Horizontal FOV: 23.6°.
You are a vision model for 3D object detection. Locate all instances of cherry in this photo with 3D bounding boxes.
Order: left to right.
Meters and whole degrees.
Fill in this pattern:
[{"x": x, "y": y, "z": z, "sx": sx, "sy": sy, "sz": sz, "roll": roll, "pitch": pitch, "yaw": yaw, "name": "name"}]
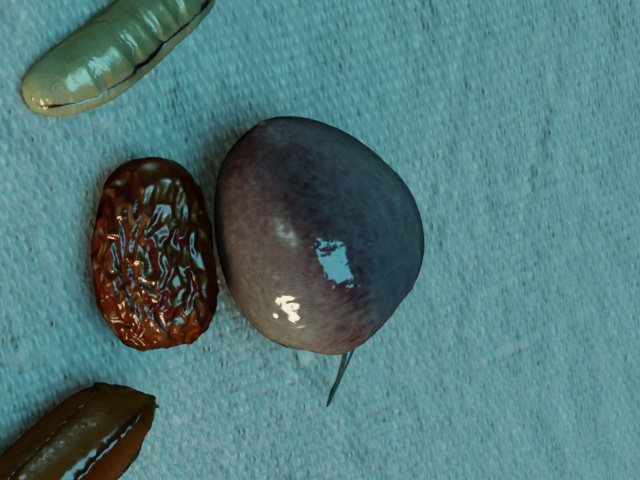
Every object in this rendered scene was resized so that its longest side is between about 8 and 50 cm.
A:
[{"x": 0.000, "y": 0.000, "z": 1.442, "sx": 0.266, "sy": 0.183, "sz": 0.213, "roll": 66, "pitch": 26, "yaw": -21, "name": "cherry"}]

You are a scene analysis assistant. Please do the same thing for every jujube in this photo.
[{"x": -0.153, "y": 0.012, "z": 1.401, "sx": 0.112, "sy": 0.109, "sz": 0.176, "roll": -17, "pitch": 102, "yaw": -68, "name": "jujube"}]

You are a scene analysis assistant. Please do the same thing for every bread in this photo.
[{"x": -0.173, "y": -0.179, "z": 1.382, "sx": 0.214, "sy": 0.053, "sz": 0.073, "roll": -41, "pitch": 122, "yaw": -22, "name": "bread"}]

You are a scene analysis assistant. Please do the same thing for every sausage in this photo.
[{"x": -0.275, "y": 0.247, "z": 1.360, "sx": 0.330, "sy": 0.102, "sz": 0.102, "roll": -44, "pitch": 119, "yaw": -18, "name": "sausage"}]
